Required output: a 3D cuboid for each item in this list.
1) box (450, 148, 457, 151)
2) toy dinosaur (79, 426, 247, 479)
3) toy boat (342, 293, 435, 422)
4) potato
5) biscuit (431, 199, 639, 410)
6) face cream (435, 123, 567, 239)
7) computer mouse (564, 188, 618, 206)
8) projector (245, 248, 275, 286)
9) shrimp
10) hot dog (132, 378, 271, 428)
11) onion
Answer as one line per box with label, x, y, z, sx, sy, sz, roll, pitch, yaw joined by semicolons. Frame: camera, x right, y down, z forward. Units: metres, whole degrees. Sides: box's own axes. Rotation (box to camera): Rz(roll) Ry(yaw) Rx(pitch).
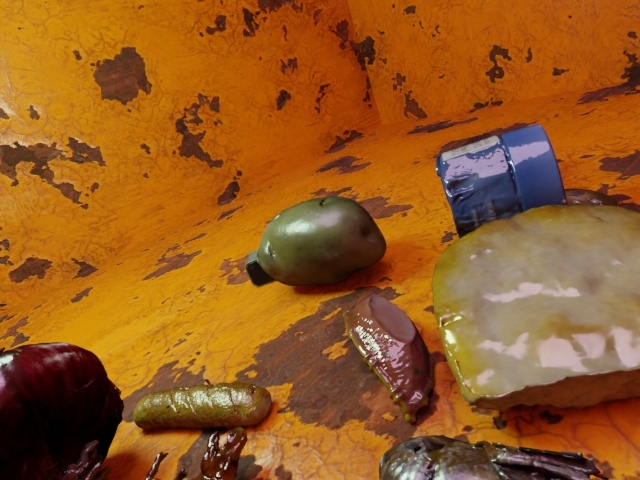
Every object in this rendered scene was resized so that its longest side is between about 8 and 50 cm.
box;0.467;-0.175;1.265;0.173;0.145;0.333;-10;23;22
toy dinosaur;-0.270;0.397;0.550;0.208;0.097;0.432;6;34;32
toy boat;0.113;0.174;0.773;0.140;0.099;0.318;5;16;-13
potato;0.000;0.000;1.141;0.326;0.221;0.243;-12;23;33
biscuit;0.382;0.083;0.687;0.429;0.104;0.446;-19;29;5
face cream;0.398;-0.106;0.988;0.225;0.249;0.249;-15;20;22
computer mouse;0.596;-0.088;1.061;0.102;0.045;0.199;-29;21;-17
projector;-0.170;0.076;1.304;0.083;0.083;0.082;-18;20;3
shrimp;0.220;0.255;0.413;0.342;0.145;0.117;4;70;28
hot dog;-0.223;0.302;0.803;0.285;0.061;0.088;-15;32;18
onion;-0.439;0.314;0.664;0.232;0.314;0.314;26;41;23
